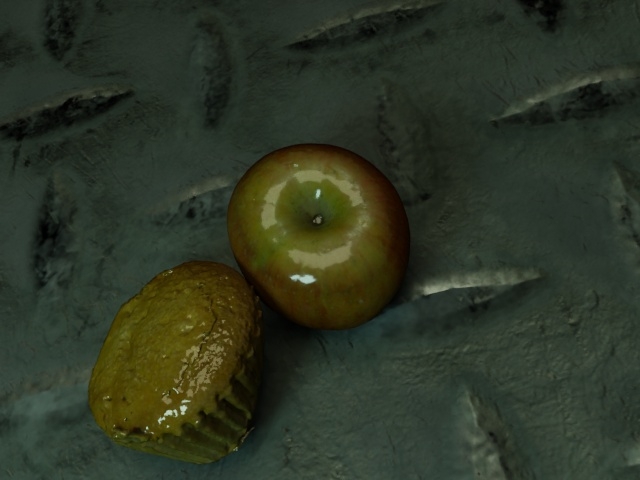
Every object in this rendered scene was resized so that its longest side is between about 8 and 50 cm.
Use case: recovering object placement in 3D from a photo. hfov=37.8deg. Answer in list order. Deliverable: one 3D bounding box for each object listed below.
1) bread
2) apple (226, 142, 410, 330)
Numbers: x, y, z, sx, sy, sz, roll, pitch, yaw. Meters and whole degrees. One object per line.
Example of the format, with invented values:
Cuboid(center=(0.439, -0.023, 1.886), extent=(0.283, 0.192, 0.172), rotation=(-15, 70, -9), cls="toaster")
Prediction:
Cuboid(center=(-0.152, 0.136, 1.062), extent=(0.240, 0.139, 0.240), rotation=(-27, 42, 27), cls="bread")
Cuboid(center=(0.000, 0.000, 1.115), extent=(0.210, 0.173, 0.235), rotation=(-14, 62, 0), cls="apple")
